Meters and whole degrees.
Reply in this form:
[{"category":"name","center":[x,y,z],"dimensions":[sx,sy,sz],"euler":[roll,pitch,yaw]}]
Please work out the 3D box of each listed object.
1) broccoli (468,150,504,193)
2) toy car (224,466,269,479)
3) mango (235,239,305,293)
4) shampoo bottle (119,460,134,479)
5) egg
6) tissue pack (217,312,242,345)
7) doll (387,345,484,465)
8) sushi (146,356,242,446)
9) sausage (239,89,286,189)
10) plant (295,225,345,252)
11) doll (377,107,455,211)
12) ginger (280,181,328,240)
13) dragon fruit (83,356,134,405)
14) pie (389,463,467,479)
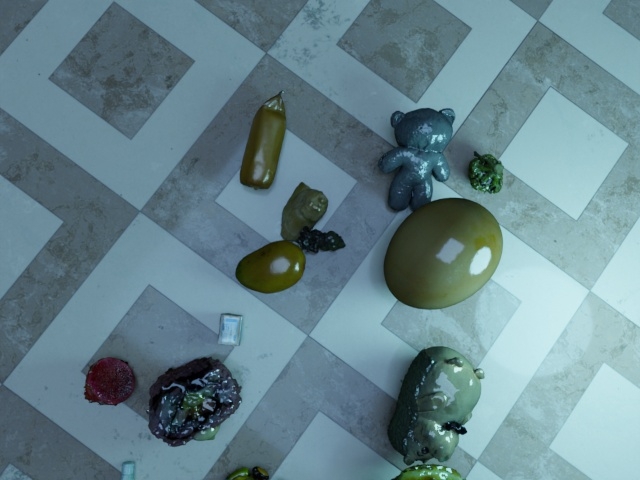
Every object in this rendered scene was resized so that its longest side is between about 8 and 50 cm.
[{"category":"broccoli","center":[0.537,-0.216,1.609],"dimensions":[0.130,0.120,0.131],"euler":[22,82,-15]},{"category":"toy car","center":[-0.190,0.798,1.466],"dimensions":[0.248,0.142,0.200],"euler":[31,83,-2]},{"category":"mango","center":[-0.150,0.089,1.545],"dimensions":[0.221,0.120,0.151],"euler":[-28,84,2]},{"category":"shampoo bottle","center":[-0.584,0.764,1.498],"dimensions":[0.069,0.041,0.190],"euler":[4,84,2]},{"category":"egg","center":[0.358,0.040,1.485],"dimensions":[0.374,0.301,0.301],"euler":[-40,88,-4]},{"category":"tissue pack","center":[-0.280,0.275,1.549],"dimensions":[0.074,0.059,0.094],"euler":[7,85,-4]},{"category":"doll","center":[0.337,0.493,1.480],"dimensions":[0.247,0.247,0.349],"euler":[32,94,0]},{"category":"sushi","center":[-0.365,0.478,1.472],"dimensions":[0.270,0.171,0.236],"euler":[-19,86,-9]},{"category":"sausage","center":[-0.173,-0.321,1.586],"dimensions":[0.112,0.112,0.328],"euler":[13,84,-2]},{"category":"plant","center":[0.000,0.000,1.568],"dimensions":[0.174,0.087,0.085],"euler":[4,72,-33]},{"category":"doll","center":[0.300,-0.260,1.604],"dimensions":[0.246,0.158,0.340],"euler":[2,114,-8]},{"category":"ginger","center":[-0.049,-0.077,1.570],"dimensions":[0.115,0.123,0.193],"euler":[26,90,-21]},{"category":"dragon fruit","center":[-0.647,0.433,1.500],"dimensions":[0.111,0.153,0.153],"euler":[-33,87,28]},{"category":"pie","center":[0.275,0.755,1.442],"dimensions":[0.355,0.102,0.288],"euler":[14,124,-19]}]
